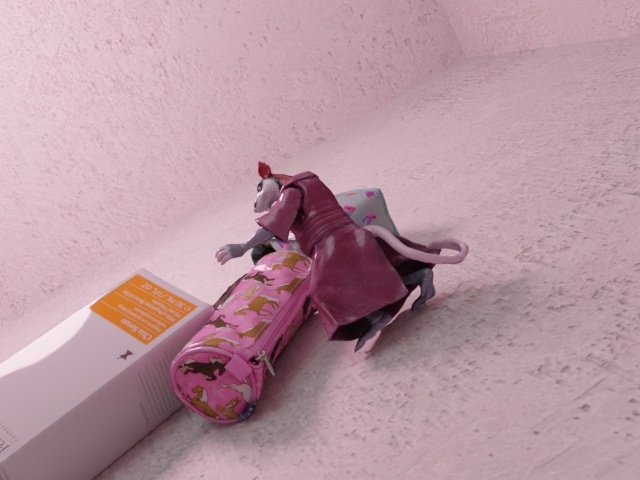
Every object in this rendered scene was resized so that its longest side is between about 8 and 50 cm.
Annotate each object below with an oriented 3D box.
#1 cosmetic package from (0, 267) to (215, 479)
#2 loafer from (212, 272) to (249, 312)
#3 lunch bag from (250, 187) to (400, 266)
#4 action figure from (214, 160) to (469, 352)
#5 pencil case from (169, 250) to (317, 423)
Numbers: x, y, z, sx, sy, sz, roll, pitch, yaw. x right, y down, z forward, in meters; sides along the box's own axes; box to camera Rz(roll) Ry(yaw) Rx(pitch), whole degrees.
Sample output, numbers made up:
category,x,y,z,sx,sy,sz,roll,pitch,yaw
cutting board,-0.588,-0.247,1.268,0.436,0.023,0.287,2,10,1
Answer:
category,x,y,z,sx,sy,sz,roll,pitch,yaw
cosmetic package,-0.411,0.260,1.536,0.230,0.162,0.453,22,47,38
loafer,-0.178,0.130,1.760,0.084,0.096,0.267,-17,5,12
lunch bag,0.000,0.000,1.831,0.223,0.160,0.262,-39,24,-33
action figure,0.011,-0.011,1.430,0.276,0.370,0.248,-48,-18,29
pencil case,-0.115,0.157,1.515,0.167,0.160,0.386,16,28,12
